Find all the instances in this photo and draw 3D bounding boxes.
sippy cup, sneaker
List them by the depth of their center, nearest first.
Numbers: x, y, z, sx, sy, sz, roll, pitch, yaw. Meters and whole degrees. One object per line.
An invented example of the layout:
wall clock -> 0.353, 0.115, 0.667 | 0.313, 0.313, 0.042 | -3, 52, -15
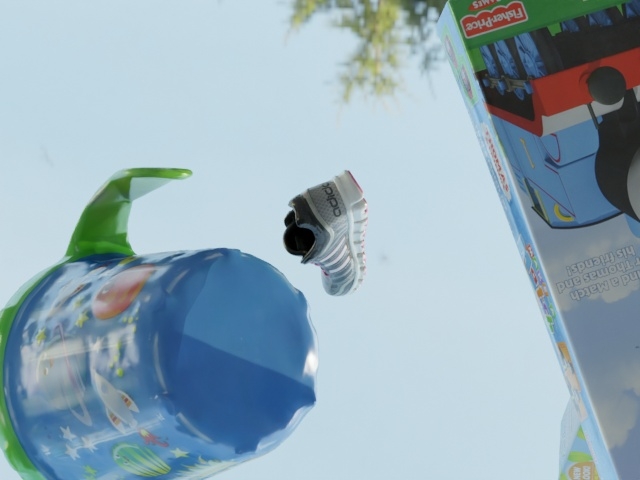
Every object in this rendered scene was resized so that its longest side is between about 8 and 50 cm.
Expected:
sippy cup -> -0.125, 0.106, 1.255 | 0.240, 0.224, 0.305 | -44, -73, -36
sneaker -> 0.000, 0.000, 1.405 | 0.074, 0.170, 0.063 | -16, -120, -11

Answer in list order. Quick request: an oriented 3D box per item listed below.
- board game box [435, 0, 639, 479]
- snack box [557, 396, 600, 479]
board game box -> 0.155, -0.014, 0.588 | 0.160, 0.039, 0.211 | -18, -99, -6
snack box -> 0.291, 0.122, 1.183 | 0.174, 0.207, 0.070 | 11, -135, 1
